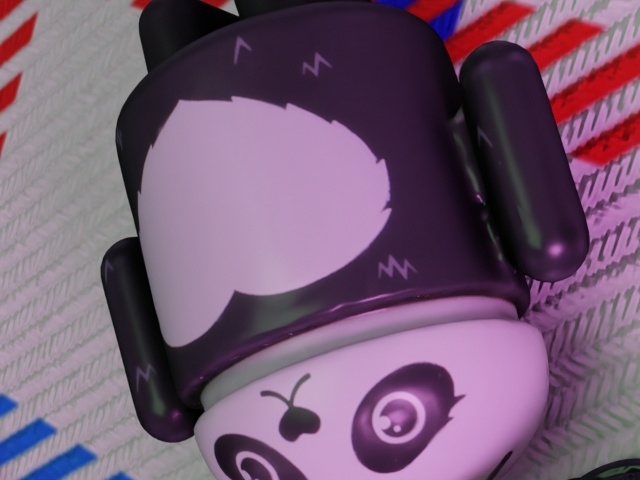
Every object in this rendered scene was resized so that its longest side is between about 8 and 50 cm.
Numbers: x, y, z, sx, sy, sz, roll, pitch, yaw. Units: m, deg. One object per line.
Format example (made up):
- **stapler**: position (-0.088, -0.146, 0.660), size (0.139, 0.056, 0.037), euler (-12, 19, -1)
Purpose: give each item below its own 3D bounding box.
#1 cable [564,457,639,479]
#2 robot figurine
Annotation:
- **cable**: position (0.157, 0.171, 0.628), size (0.184, 0.047, 0.150), euler (-8, 86, 35)
- **robot figurine**: position (0.000, -0.001, 0.681), size (0.209, 0.174, 0.278), euler (126, 131, -62)
